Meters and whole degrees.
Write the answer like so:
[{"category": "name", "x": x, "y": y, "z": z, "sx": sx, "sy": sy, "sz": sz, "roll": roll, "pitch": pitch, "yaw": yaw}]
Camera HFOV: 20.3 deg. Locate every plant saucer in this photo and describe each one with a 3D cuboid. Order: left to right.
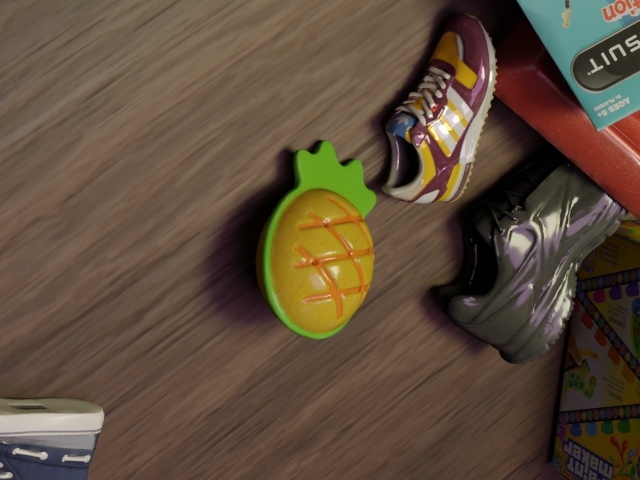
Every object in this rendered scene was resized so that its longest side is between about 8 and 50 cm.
[{"category": "plant saucer", "x": 0.326, "y": -0.174, "z": 1.734, "sx": 0.259, "sy": 0.048, "sz": 0.258, "roll": 40, "pitch": 75, "yaw": -10}]

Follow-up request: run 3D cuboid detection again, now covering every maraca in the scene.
[{"category": "maraca", "x": 0.000, "y": 0.000, "z": 1.650, "sx": 0.127, "sy": 0.099, "sz": 0.186, "roll": 32, "pitch": 63, "yaw": -39}]

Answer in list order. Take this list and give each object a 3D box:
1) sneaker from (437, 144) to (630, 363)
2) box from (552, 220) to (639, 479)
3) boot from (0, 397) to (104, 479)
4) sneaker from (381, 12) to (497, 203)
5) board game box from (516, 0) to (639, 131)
[{"category": "sneaker", "x": 0.216, "y": -0.024, "z": 1.767, "sx": 0.130, "sy": 0.109, "sz": 0.286, "roll": 26, "pitch": 88, "yaw": -24}, {"category": "box", "x": 0.424, "y": 0.131, "z": 1.878, "sx": 0.290, "sy": 0.177, "sz": 0.279, "roll": -1, "pitch": 105, "yaw": -26}, {"category": "boot", "x": -0.279, "y": 0.184, "z": 1.556, "sx": 0.190, "sy": 0.069, "sz": 0.086, "roll": 6, "pitch": 100, "yaw": -34}, {"category": "sneaker", "x": 0.108, "y": -0.123, "z": 1.686, "sx": 0.084, "sy": 0.069, "sz": 0.185, "roll": -1, "pitch": 105, "yaw": -36}, {"category": "board game box", "x": 0.270, "y": -0.302, "z": 1.570, "sx": 0.254, "sy": 0.079, "sz": 0.336, "roll": -29, "pitch": 101, "yaw": 25}]
